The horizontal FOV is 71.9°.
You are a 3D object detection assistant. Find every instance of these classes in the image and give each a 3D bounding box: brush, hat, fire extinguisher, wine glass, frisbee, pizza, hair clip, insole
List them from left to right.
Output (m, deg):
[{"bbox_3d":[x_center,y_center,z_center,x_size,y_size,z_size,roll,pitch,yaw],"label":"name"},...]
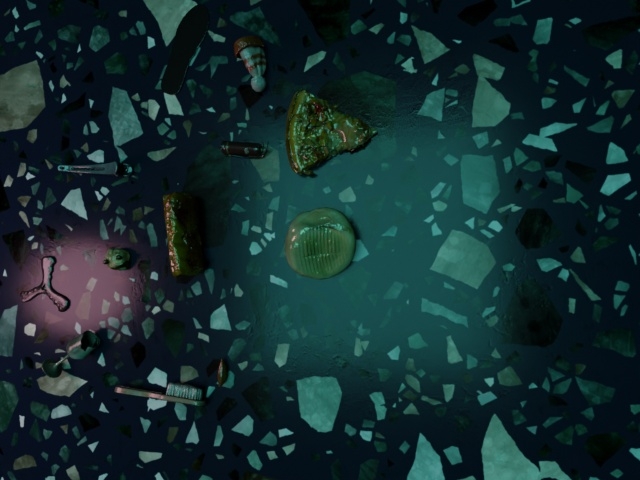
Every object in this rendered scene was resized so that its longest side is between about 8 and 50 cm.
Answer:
[{"bbox_3d":[-1.005,0.181,1.590,0.187,0.012,0.211,-26,86,10],"label":"frisbee"},{"bbox_3d":[-0.861,0.392,1.528,0.195,0.079,0.079,-36,83,9],"label":"wine glass"},{"bbox_3d":[-0.791,-0.246,1.537,0.275,0.083,0.048,1,95,18],"label":"hair clip"},{"bbox_3d":[-0.703,0.064,1.514,0.077,0.059,0.076,3,85,15],"label":"hat"},{"bbox_3d":[-0.535,0.503,1.479,0.327,0.070,0.065,3,72,12],"label":"brush"},{"bbox_3d":[-0.463,-0.651,1.504,0.109,0.007,0.322,22,94,12],"label":"insole"},{"bbox_3d":[-0.245,-0.298,1.442,0.158,0.043,0.064,7,120,11],"label":"fire extinguisher"},{"bbox_3d":[-0.211,-0.564,1.422,0.094,0.112,0.162,-17,97,37],"label":"hat"},{"bbox_3d":[0.004,-0.312,1.384,0.288,0.074,0.251,26,96,11],"label":"pizza"}]

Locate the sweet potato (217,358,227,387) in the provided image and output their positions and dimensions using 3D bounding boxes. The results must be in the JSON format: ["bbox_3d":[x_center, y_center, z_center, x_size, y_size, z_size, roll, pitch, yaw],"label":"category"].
[{"bbox_3d":[-0.323,0.437,1.451,0.034,0.034,0.095,4,93,10],"label":"sweet potato"}]

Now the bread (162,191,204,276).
[{"bbox_3d":[-0.443,-0.020,1.428,0.077,0.139,0.271,-7,86,20],"label":"bread"}]

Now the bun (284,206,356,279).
[{"bbox_3d":[0.000,0.000,1.350,0.229,0.145,0.229,-4,119,-7],"label":"bun"}]
